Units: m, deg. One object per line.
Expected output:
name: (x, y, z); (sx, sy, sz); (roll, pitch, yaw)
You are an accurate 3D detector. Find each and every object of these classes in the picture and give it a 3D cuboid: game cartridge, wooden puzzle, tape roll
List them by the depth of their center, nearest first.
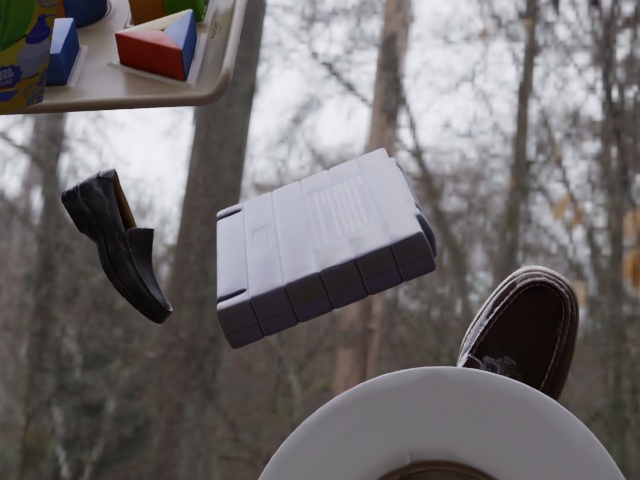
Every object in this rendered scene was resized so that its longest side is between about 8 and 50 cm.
tape roll: (0.087, 0.214, 0.900); (0.246, 0.246, 0.169); (-3, -20, 19)
game cartridge: (0.000, 0.000, 1.609); (0.230, 0.355, 0.068); (-17, -72, 2)
wooden puzzle: (-0.272, -0.275, 1.930); (0.347, 0.322, 0.080); (-6, -53, 9)

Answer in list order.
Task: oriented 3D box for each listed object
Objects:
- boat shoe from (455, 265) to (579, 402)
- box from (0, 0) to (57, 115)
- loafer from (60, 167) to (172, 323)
boat shoe: (0.179, 0.190, 1.576); (0.123, 0.342, 0.123); (29, 5, 2)
box: (-0.429, -0.245, 1.467); (0.290, 0.177, 0.279); (-24, -27, -30)
loafer: (-0.195, 0.005, 1.507); (0.061, 0.170, 0.062); (-34, -2, 6)
